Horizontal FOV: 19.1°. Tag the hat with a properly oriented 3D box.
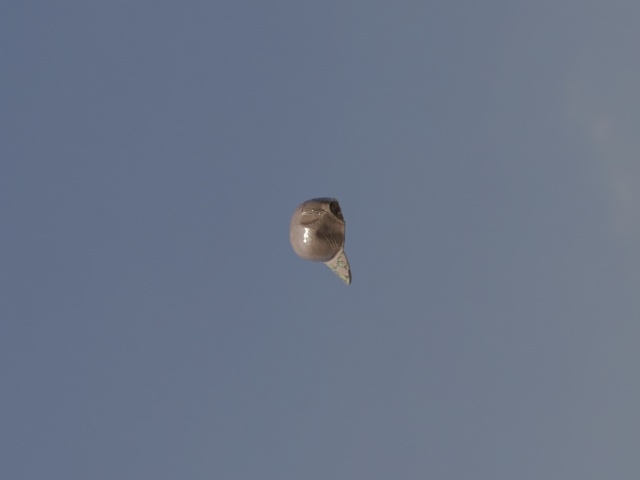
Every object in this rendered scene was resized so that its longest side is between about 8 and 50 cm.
[{"bbox_3d":[-0.001,0.001,1.428,0.087,0.042,0.058,83,179,-67],"label":"hat"}]
